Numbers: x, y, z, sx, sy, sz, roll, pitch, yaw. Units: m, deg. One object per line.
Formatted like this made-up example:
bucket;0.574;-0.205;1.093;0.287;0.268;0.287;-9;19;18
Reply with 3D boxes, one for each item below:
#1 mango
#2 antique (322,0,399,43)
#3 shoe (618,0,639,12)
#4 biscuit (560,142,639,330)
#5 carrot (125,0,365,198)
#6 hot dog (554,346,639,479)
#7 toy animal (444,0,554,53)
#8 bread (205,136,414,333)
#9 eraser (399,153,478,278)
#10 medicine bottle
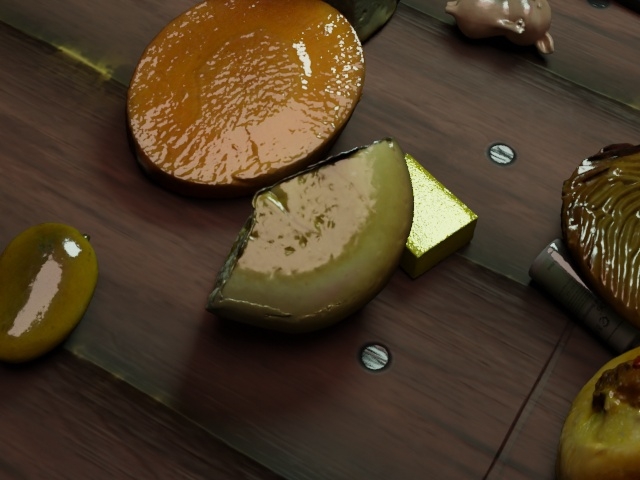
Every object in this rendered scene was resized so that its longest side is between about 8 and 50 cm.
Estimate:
mango;-0.290;0.056;1.101;0.103;0.076;0.161;19;57;-1
antique;0.027;-0.394;1.323;0.150;0.284;0.125;31;57;17
shoe;0.404;-0.406;1.491;0.241;0.093;0.108;33;59;14
biscuit;0.417;0.006;1.198;0.317;0.040;0.318;10;47;-10
carrot;-0.094;-0.171;1.280;0.258;0.100;0.307;41;69;19
hot dog;0.428;0.225;0.973;0.405;0.223;0.185;26;59;12
toy animal;0.238;-0.296;1.409;0.150;0.089;0.084;12;75;-2
bread;-0.007;0.012;1.128;0.260;0.158;0.156;-24;85;-13
eraser;0.102;-0.030;1.222;0.097;0.045;0.122;-33;63;-26
medicine bottle;0.316;0.080;1.161;0.057;0.058;0.199;-36;67;-26
